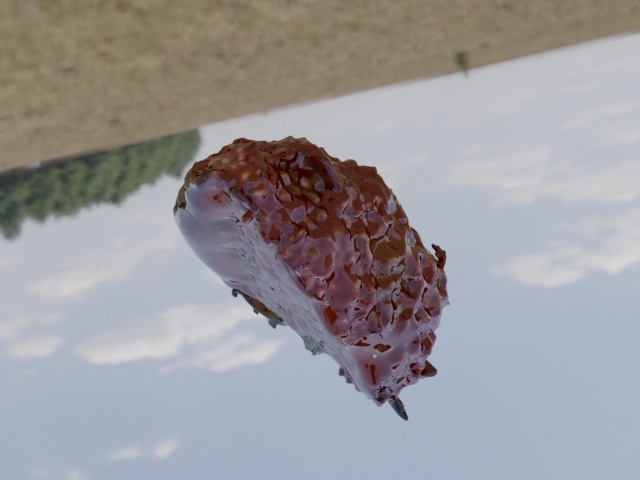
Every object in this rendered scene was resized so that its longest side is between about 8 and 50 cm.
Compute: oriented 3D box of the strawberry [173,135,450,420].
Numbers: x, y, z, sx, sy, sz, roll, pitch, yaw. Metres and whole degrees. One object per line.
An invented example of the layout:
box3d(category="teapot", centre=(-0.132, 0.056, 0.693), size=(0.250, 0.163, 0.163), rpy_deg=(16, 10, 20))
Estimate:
box3d(category="strawberry", centre=(-0.012, -0.009, 0.719), size=(0.174, 0.228, 0.098), rpy_deg=(31, -104, 41))
